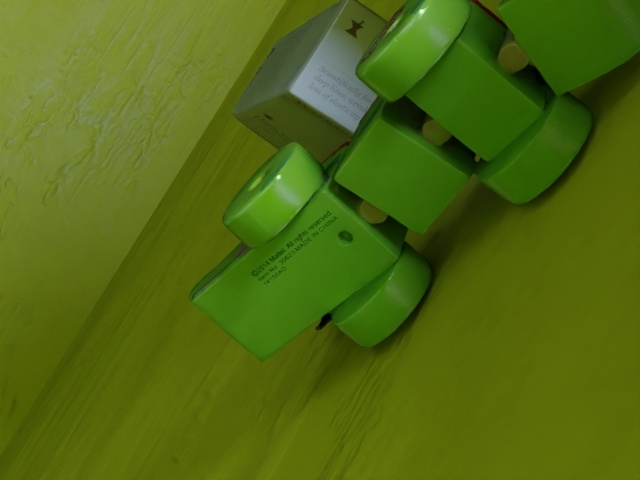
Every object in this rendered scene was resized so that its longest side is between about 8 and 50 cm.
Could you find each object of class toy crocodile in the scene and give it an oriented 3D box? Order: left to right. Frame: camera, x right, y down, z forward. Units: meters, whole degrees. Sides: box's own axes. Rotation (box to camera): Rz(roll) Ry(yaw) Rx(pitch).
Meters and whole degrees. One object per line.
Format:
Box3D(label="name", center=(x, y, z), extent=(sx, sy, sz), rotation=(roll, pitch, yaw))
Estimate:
Box3D(label="toy crocodile", center=(0.045, -0.045, 0.656), extent=(0.340, 0.115, 0.105), rotation=(-45, 12, 33))

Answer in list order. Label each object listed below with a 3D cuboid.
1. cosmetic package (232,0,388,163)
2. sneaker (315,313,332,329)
Box3D(label="cosmetic package", center=(0.017, -0.105, 0.891), extent=(0.085, 0.117, 0.231), rotation=(-59, 12, -4))
Box3D(label="sneaker", center=(0.002, 0.002, 0.831), extent=(0.089, 0.051, 0.170), rotation=(-51, 17, 4))
